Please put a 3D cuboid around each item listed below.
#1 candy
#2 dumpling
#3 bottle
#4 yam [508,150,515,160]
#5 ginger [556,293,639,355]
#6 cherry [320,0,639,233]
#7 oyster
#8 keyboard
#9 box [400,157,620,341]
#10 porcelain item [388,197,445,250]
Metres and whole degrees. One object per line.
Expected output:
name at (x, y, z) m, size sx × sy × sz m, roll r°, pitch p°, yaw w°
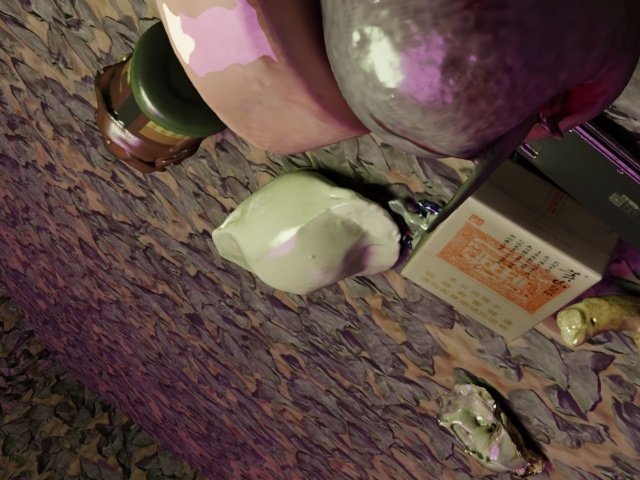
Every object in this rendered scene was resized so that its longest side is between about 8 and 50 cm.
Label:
candy at (-0.026, -0.187, 0.710) m, size 0.094 × 0.255 × 0.255 m, roll -13°, pitch 124°, yaw 29°
dumpling at (0.000, 0.000, 1.156) m, size 0.252 × 0.131 × 0.179 m, roll -22°, pitch 134°, yaw 42°
bottle at (-0.190, -0.164, 1.147) m, size 0.143 × 0.156 × 0.271 m, roll 17°, pitch 166°, yaw -23°
yam at (0.135, -0.113, 0.859) m, size 0.107 × 0.014 × 0.014 m, roll 49°, pitch 156°, yaw -9°
ginger at (0.339, 0.138, 0.868) m, size 0.288 × 0.075 × 0.089 m, roll 38°, pitch 179°, yaw 4°
cherry at (0.098, -0.149, 0.617) m, size 0.184 × 0.213 × 0.266 m, roll -15°, pitch 88°, yaw 42°
oyster at (0.214, 0.249, 1.264) m, size 0.108 × 0.053 × 0.165 m, roll -26°, pitch 101°, yaw 37°
keyboard at (0.254, -0.028, 0.793) m, size 0.230 × 0.025 × 0.093 m, roll 42°, pitch 154°, yaw 7°
box at (0.170, 0.012, 0.920) m, size 0.141 × 0.058 × 0.201 m, roll 32°, pitch 154°, yaw 0°
porcelain item at (0.103, -0.019, 1.044) m, size 0.075 × 0.021 × 0.136 m, roll 38°, pitch 155°, yaw 4°
